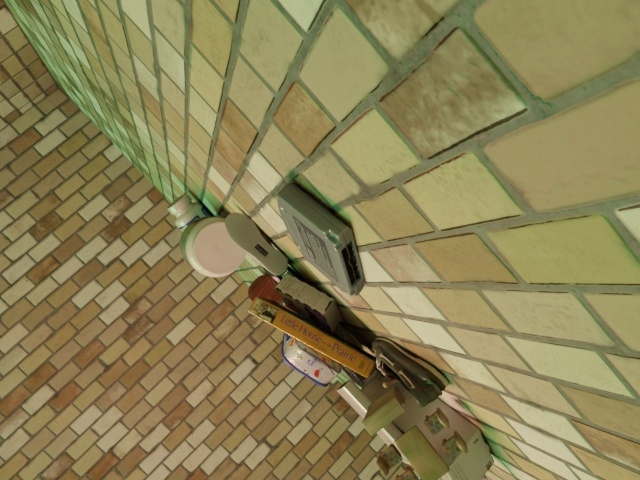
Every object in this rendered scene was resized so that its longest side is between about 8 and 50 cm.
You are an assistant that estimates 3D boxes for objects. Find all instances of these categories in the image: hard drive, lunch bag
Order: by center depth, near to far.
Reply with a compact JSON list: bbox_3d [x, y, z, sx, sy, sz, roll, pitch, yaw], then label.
[{"bbox_3d":[0.178,0.560,1.606,0.307,0.040,0.203,46,164,11],"label":"hard drive"},{"bbox_3d":[-0.037,0.388,1.959,0.243,0.115,0.303,34,-161,-14],"label":"lunch bag"}]

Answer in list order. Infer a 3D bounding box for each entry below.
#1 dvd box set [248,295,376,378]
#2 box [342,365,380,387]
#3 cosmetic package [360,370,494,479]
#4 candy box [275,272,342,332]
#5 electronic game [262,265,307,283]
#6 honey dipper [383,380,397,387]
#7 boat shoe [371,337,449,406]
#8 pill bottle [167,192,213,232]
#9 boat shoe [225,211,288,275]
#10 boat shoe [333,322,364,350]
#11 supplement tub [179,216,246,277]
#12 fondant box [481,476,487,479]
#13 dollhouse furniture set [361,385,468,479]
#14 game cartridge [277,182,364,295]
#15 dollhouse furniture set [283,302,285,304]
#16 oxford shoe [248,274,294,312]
[{"bbox_3d":[-0.014,0.314,1.714,0.421,0.062,0.307,27,174,9],"label":"dvd box set"},{"bbox_3d":[0.155,0.498,2.022,0.156,0.093,0.158,26,157,54],"label":"box"},{"bbox_3d":[0.322,0.573,1.609,0.385,0.156,0.217,30,157,51],"label":"cosmetic package"},{"bbox_3d":[-0.037,0.207,1.730,0.196,0.070,0.164,26,159,26],"label":"candy box"},{"bbox_3d":[-0.129,0.123,1.878,0.229,0.048,0.229,34,162,12],"label":"electronic game"},{"bbox_3d":[0.223,0.407,1.527,0.030,0.030,0.161,38,-165,29],"label":"honey dipper"},{"bbox_3d":[0.212,0.354,1.429,0.112,0.095,0.335,51,165,-19],"label":"boat shoe"},{"bbox_3d":[-0.562,-0.078,2.370,0.272,0.152,0.152,51,166,-19],"label":"pill bottle"},{"bbox_3d":[-0.212,0.016,1.743,0.267,0.096,0.088,40,167,4],"label":"boat shoe"},{"bbox_3d":[0.081,0.350,1.884,0.170,0.059,0.063,41,166,20],"label":"boat shoe"},{"bbox_3d":[-0.426,0.022,2.076,0.235,0.235,0.325,50,166,-16],"label":"supplement tub"},{"bbox_3d":[0.527,0.909,2.099,0.238,0.096,0.330,50,167,-15],"label":"fondant box"},{"bbox_3d":[0.229,0.519,1.350,0.242,0.212,0.161,52,-174,10],"label":"dollhouse furniture set"},{"bbox_3d":[0.000,0.000,1.138,0.196,0.060,0.294,35,163,25],"label":"game cartridge"},{"bbox_3d":[-0.084,0.251,2.044,0.114,0.081,0.091,49,166,-12],"label":"dollhouse furniture set"},{"bbox_3d":[-0.204,0.270,2.349,0.146,0.140,0.397,46,170,-31],"label":"oxford shoe"}]
